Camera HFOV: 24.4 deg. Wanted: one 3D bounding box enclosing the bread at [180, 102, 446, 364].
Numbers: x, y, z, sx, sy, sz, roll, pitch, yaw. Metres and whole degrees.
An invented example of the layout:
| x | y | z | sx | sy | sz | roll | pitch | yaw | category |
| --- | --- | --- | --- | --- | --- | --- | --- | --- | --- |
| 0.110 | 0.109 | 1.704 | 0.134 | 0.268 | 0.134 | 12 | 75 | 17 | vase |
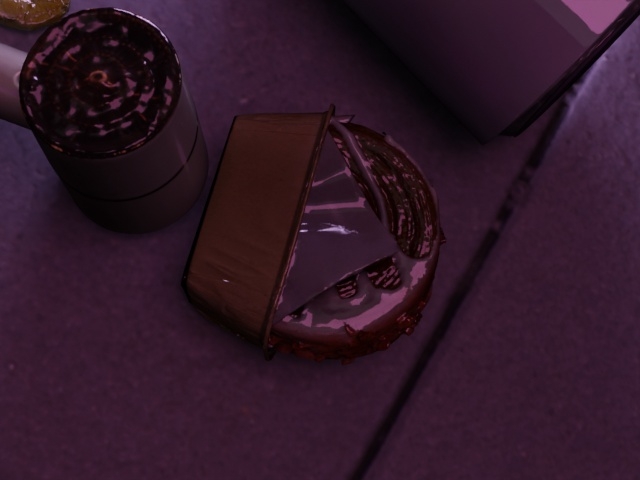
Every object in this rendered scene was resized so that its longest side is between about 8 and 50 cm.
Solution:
| x | y | z | sx | sy | sz | roll | pitch | yaw | category |
| --- | --- | --- | --- | --- | --- | --- | --- | --- | --- |
| 0.000 | 0.000 | 1.278 | 0.212 | 0.142 | 0.224 | 15 | 73 | 1 | bread |

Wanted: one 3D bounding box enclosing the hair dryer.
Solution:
| x | y | z | sx | sy | sz | roll | pitch | yaw | category |
| --- | --- | --- | --- | --- | --- | --- | --- | --- | --- |
| -0.271 | -0.134 | 1.210 | 0.362 | 0.203 | 0.128 | 21 | 76 | 8 | hair dryer |

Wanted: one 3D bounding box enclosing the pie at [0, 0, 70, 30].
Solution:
| x | y | z | sx | sy | sz | roll | pitch | yaw | category |
| --- | --- | --- | --- | --- | --- | --- | --- | --- | --- |
| -0.261 | -0.220 | 1.302 | 0.084 | 0.020 | 0.084 | 4 | 75 | -15 | pie |

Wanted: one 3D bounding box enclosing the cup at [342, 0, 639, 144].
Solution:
| x | y | z | sx | sy | sz | roll | pitch | yaw | category |
| --- | --- | --- | --- | --- | --- | --- | --- | --- | --- |
| 0.119 | -0.285 | 1.315 | 0.371 | 0.253 | 0.253 | 44 | 69 | -2 | cup |
